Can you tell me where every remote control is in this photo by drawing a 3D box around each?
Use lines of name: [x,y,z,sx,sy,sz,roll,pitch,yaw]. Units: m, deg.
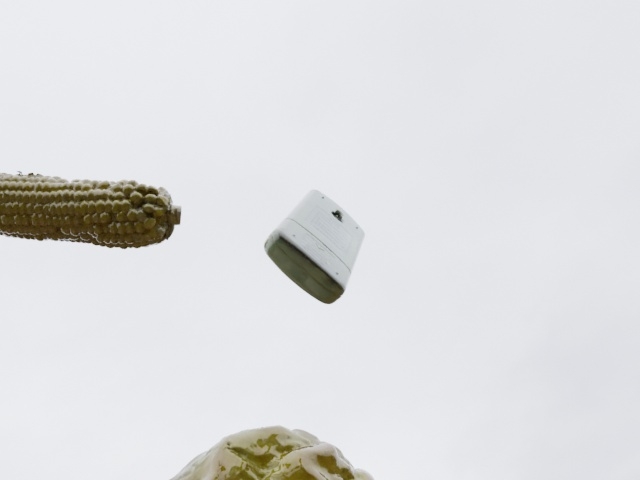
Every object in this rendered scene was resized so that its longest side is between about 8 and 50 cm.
remote control: [0.000,0.000,0.761,0.098,0.233,0.038,42,-71,-4]

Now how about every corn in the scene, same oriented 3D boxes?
corn: [-0.304,-0.038,0.762,0.288,0.086,0.086,5,-49,-3]

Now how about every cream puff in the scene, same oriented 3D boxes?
cream puff: [-0.063,0.424,0.843,0.325,0.257,0.291,-11,-53,-11]
